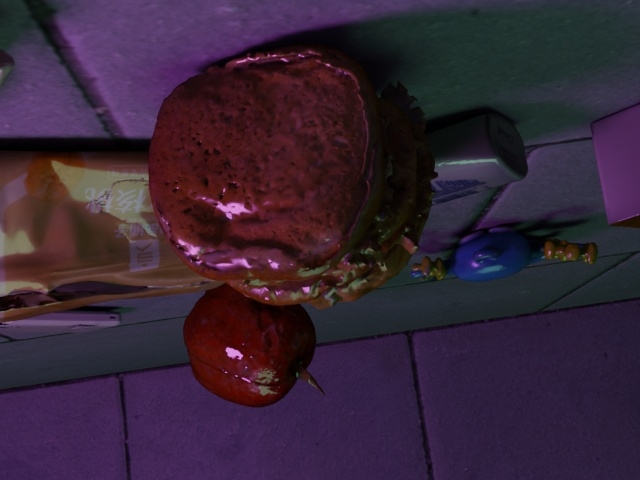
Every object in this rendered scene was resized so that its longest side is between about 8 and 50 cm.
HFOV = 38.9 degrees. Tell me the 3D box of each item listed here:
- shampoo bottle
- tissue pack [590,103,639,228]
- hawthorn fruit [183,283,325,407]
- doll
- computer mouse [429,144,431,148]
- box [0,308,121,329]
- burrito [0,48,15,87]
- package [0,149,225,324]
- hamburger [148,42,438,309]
[{"bbox_3d":[0.068,-0.070,1.140,0.360,0.078,0.134,-16,162,31],"label":"shampoo bottle"},{"bbox_3d":[0.477,-0.110,1.094,0.160,0.135,0.246,3,163,-39],"label":"tissue pack"},{"bbox_3d":[-0.136,0.188,1.735,0.258,0.258,0.262,3,-174,-41],"label":"hawthorn fruit"},{"bbox_3d":[0.348,0.020,1.728,0.346,0.098,0.341,-8,-179,18],"label":"doll"},{"bbox_3d":[0.025,-0.072,1.036,0.229,0.113,0.068,-9,153,22],"label":"computer mouse"},{"bbox_3d":[-0.556,0.166,1.848,0.142,0.044,0.285,-15,166,37],"label":"box"},{"bbox_3d":[-0.376,-0.087,0.773,0.117,0.076,0.392,2,164,-41],"label":"burrito"},{"bbox_3d":[-0.249,-0.002,1.036,0.311,0.164,0.221,-3,166,-27],"label":"package"},{"bbox_3d":[-0.011,-0.056,0.842,0.260,0.245,0.211,-47,154,-1],"label":"hamburger"}]
